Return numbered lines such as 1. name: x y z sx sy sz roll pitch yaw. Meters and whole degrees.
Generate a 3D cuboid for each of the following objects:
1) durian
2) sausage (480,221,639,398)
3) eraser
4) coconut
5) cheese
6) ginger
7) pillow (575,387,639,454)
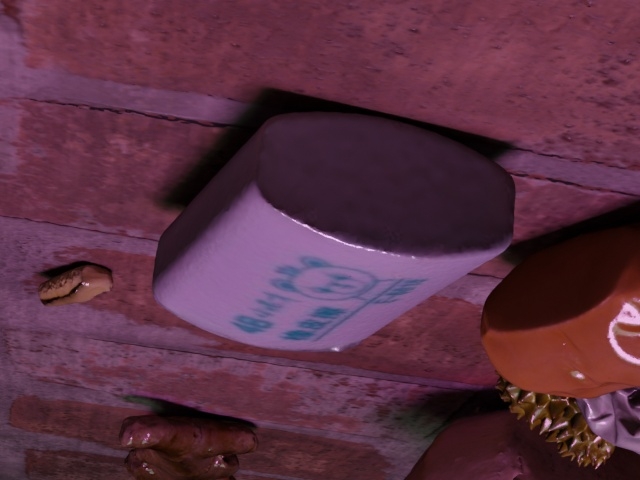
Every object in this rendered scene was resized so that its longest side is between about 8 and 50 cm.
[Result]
1. durian: 0.214 0.149 1.677 0.108 0.119 0.186 3 164 -2
2. sausage: 0.224 0.056 1.386 0.136 0.120 0.241 30 154 -27
3. eraser: 0.000 0.000 1.329 0.189 0.104 0.290 16 160 -15
4. coconut: 0.201 0.357 1.930 0.352 0.352 0.352 6 162 2
5. cheese: -0.221 0.042 1.655 0.044 0.030 0.083 -6 170 -43
6. ginger: -0.162 0.264 2.249 0.166 0.080 0.333 -7 156 -6
7. pillow: 0.389 0.132 1.527 0.310 0.138 0.283 23 155 -38
